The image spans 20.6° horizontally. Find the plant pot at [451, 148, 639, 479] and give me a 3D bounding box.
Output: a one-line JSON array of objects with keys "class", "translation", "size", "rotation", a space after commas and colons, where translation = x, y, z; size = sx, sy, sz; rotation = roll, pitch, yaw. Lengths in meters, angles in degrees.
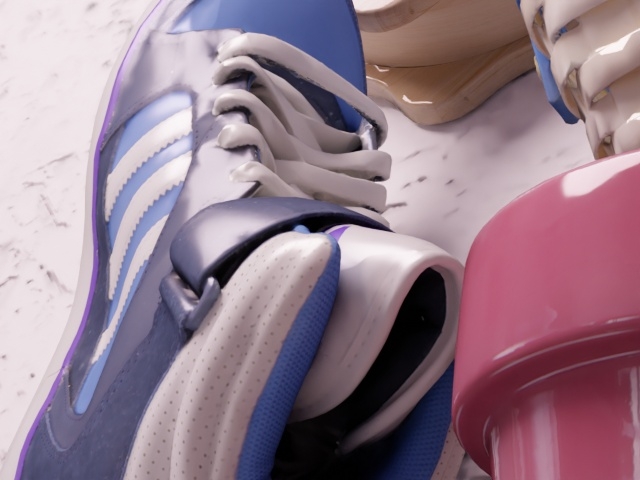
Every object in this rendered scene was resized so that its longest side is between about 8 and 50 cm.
[{"class": "plant pot", "translation": [0.130, 0.094, 0.470], "size": [0.201, 0.201, 0.180], "rotation": [-9, 59, 31]}]

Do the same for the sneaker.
[{"class": "sneaker", "translation": [-0.001, 0.000, 0.655], "size": [0.236, 0.130, 0.322], "rotation": [-17, 49, 54]}]

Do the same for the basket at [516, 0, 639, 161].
[{"class": "basket", "translation": [0.180, -0.111, 0.610], "size": [0.255, 0.201, 0.289], "rotation": [-18, 68, 22]}]

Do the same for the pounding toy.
[{"class": "pounding toy", "translation": [0.089, -0.194, 0.835], "size": [0.269, 0.155, 0.154], "rotation": [-33, 40, 3]}]
